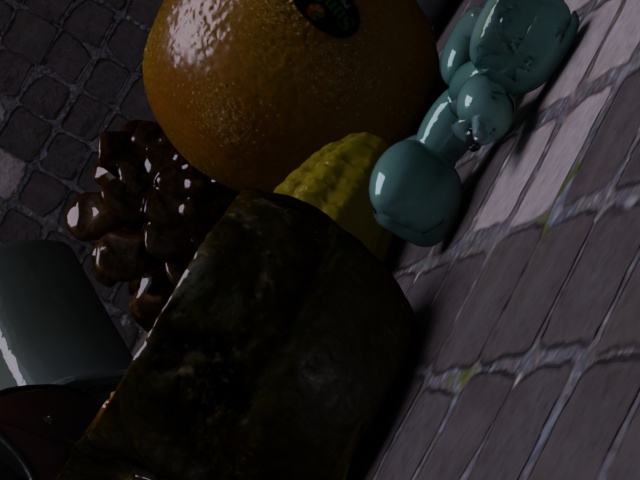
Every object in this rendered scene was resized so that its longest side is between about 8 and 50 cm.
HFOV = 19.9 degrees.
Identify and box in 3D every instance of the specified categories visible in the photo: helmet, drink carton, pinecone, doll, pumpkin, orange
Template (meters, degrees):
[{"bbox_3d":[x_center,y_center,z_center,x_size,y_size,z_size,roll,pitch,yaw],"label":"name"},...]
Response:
[{"bbox_3d":[-0.226,0.231,1.529,0.189,0.193,0.216,-57,5,38],"label":"helmet"},{"bbox_3d":[-0.256,0.109,1.669,0.191,0.190,0.185,-6,-33,-41],"label":"drink carton"},{"bbox_3d":[-0.116,-0.009,1.646,0.201,0.228,0.203,164,120,-68],"label":"pinecone"},{"bbox_3d":[0.083,-0.073,1.097,0.159,0.059,0.159,-62,8,-14],"label":"doll"},{"bbox_3d":[-0.069,0.119,1.079,0.317,0.139,0.222,-49,10,54],"label":"pumpkin"},{"bbox_3d":[-0.024,-0.138,1.457,0.236,0.236,0.236,-59,7,11],"label":"orange"}]

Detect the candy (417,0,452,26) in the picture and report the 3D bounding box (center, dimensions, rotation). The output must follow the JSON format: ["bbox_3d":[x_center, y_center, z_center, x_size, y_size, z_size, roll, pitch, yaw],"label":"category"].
[{"bbox_3d":[0.112,-0.271,1.676,0.174,0.071,0.138,-58,7,23],"label":"candy"}]

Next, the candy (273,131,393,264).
[{"bbox_3d":[0.000,0.000,1.244,0.094,0.106,0.199,-24,27,50],"label":"candy"}]
